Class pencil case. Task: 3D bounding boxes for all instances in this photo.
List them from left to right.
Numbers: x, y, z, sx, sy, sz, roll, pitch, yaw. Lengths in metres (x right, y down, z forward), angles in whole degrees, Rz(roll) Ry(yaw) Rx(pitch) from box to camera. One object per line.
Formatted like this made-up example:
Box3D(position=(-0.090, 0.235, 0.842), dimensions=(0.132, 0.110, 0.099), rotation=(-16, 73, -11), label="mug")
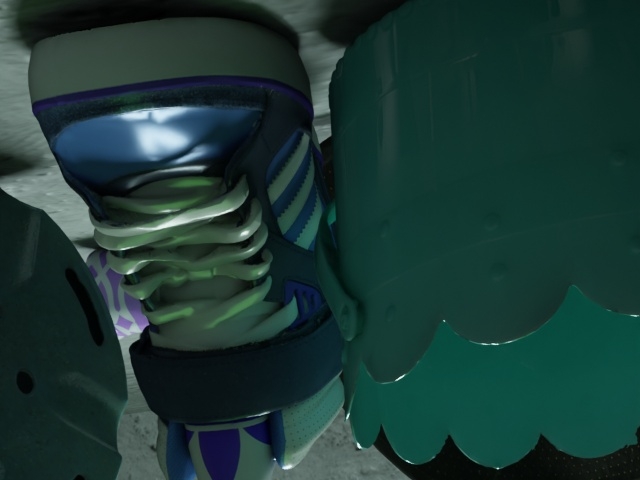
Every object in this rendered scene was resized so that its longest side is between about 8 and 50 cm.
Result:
Box3D(position=(-0.104, 0.038, 1.333), dimensions=(0.206, 0.086, 0.088), rotation=(-9, 137, 21), label="pencil case")

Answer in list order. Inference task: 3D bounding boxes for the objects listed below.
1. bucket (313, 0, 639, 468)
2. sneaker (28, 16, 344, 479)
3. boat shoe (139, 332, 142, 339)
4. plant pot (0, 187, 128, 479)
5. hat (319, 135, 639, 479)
Box3D(position=(0.131, -0.007, 0.783), dimensions=(0.281, 0.183, 0.281), rotation=(-6, 159, -2), label="bucket")
Box3D(position=(-0.053, 0.029, 0.838), dimensions=(0.130, 0.236, 0.323), rotation=(-8, 170, 10), label="sneaker")
Box3D(position=(-0.056, 0.101, 1.856), dimensions=(0.319, 0.116, 0.099), rotation=(5, 123, -26), label="boat shoe")
Box3D(position=(-0.330, 0.121, 1.036), dimensions=(0.334, 0.341, 0.341), rotation=(-20, 165, 29), label="plant pot")
Box3D(position=(0.131, 0.022, 1.062), dimensions=(0.331, 0.331, 0.134), rotation=(-11, -152, 25), label="hat")
